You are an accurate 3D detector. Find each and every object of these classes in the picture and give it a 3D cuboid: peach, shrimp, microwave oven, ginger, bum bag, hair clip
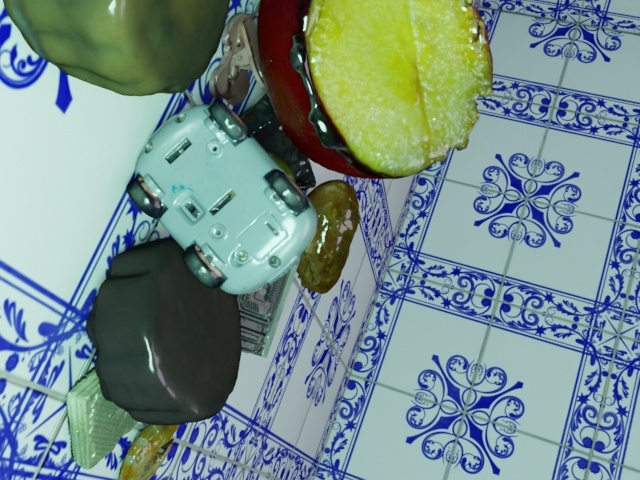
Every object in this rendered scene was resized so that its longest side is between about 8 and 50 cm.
[{"bbox_3d":[0.078,-0.292,1.136,0.353,0.338,0.417,107,-25,-54],"label":"peach"},{"bbox_3d":[-0.313,0.384,1.332,0.187,0.051,0.133,-45,160,-46],"label":"shrimp"},{"bbox_3d":[-0.152,0.101,1.362,0.162,0.122,0.208,28,76,-45],"label":"microwave oven"},{"bbox_3d":[0.000,0.000,1.799,0.172,0.165,0.321,-28,138,-58],"label":"ginger"},{"bbox_3d":[-0.087,-0.180,1.427,0.310,0.136,0.074,80,-11,-54],"label":"bum bag"},{"bbox_3d":[-0.147,-0.315,1.243,0.123,0.102,0.138,-23,95,-72],"label":"hair clip"}]

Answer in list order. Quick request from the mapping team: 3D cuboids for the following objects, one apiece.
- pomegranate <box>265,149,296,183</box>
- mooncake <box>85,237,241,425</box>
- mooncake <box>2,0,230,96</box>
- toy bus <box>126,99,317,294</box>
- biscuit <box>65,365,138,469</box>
[{"bbox_3d":[-0.124,-0.085,1.313,0.205,0.159,0.159,-51,154,-79],"label":"pomegranate"},{"bbox_3d":[-0.237,0.140,1.092,0.283,0.141,0.283,-10,90,-70],"label":"mooncake"},{"bbox_3d":[-0.213,-0.310,0.791,0.290,0.161,0.291,14,90,-75],"label":"mooncake"},{"bbox_3d":[-0.138,-0.060,1.090,0.194,0.288,0.232,-42,175,2],"label":"toy bus"},{"bbox_3d":[-0.314,0.242,1.169,0.252,0.052,0.150,-47,148,-59],"label":"biscuit"}]
